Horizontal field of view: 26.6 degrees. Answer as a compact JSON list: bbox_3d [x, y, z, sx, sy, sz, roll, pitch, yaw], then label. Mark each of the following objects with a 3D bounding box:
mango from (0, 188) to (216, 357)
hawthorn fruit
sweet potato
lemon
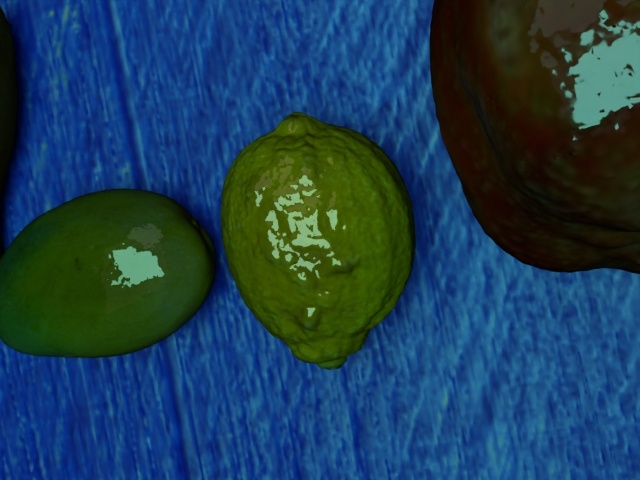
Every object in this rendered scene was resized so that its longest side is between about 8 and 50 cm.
[{"bbox_3d":[-0.173,0.031,1.043,0.195,0.092,0.130,-28,89,22],"label":"mango"},{"bbox_3d":[0.194,-0.143,0.867,0.287,0.287,0.330,-19,65,13],"label":"hawthorn fruit"},{"bbox_3d":[-0.271,-0.061,1.077,0.057,0.057,0.264,9,101,12],"label":"sweet potato"},{"bbox_3d":[0.000,0.000,0.972,0.142,0.142,0.187,-7,94,13],"label":"lemon"}]
